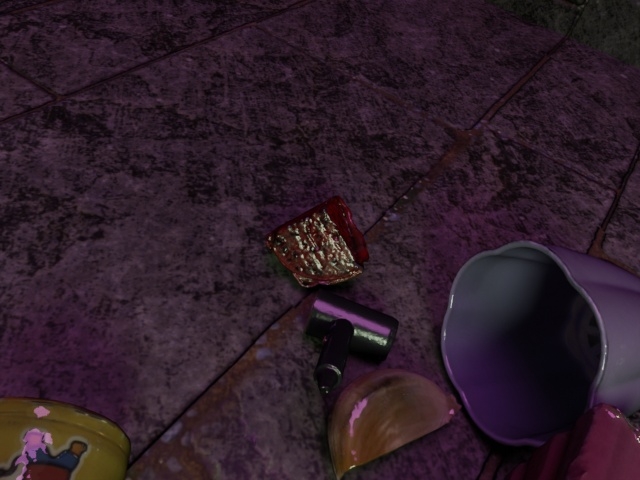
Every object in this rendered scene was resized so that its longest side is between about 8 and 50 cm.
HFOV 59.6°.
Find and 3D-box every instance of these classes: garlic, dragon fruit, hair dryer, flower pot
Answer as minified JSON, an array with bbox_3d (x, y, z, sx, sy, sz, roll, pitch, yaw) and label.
[{"bbox_3d":[0.081,0.218,0.717,0.195,0.087,0.101,-15,65,-31],"label":"garlic"},{"bbox_3d":[0.001,0.002,0.919,0.127,0.120,0.161,-22,12,18],"label":"dragon fruit"},{"bbox_3d":[0.035,0.144,0.719,0.128,0.070,0.255,20,15,2],"label":"hair dryer"},{"bbox_3d":[0.342,0.131,0.761,0.243,0.265,0.265,1,45,-27],"label":"flower pot"}]

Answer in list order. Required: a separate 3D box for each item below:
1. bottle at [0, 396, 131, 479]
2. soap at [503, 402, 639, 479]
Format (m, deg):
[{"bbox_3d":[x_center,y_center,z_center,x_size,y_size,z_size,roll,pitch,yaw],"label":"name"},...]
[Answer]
[{"bbox_3d":[-0.272,0.323,0.453,0.171,0.171,0.351,6,46,-10],"label":"bottle"},{"bbox_3d":[0.197,0.348,0.511,0.128,0.233,0.359,35,48,17],"label":"soap"}]
